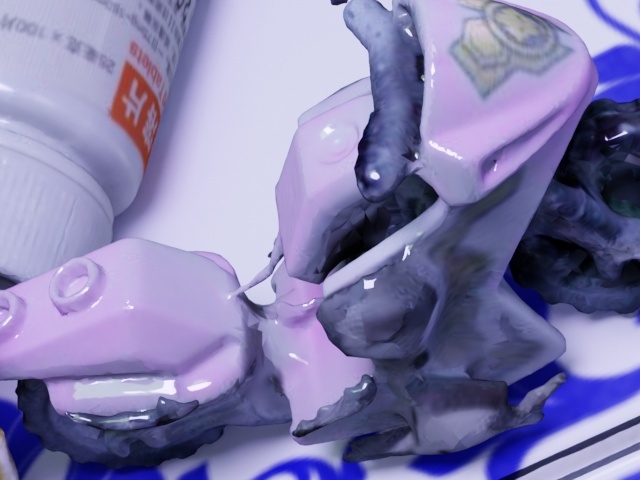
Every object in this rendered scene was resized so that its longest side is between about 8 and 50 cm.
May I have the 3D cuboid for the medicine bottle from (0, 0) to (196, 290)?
[{"bbox_3d":[-0.150,-0.078,0.804,0.145,0.144,0.252,0,58,27],"label":"medicine bottle"}]

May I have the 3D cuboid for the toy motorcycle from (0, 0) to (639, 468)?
[{"bbox_3d":[0.000,0.000,0.651,0.327,0.188,0.143,-20,47,15],"label":"toy motorcycle"}]

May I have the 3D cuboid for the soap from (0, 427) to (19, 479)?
[{"bbox_3d":[-0.243,0.058,0.711,0.089,0.173,0.274,-28,29,-34],"label":"soap"}]
